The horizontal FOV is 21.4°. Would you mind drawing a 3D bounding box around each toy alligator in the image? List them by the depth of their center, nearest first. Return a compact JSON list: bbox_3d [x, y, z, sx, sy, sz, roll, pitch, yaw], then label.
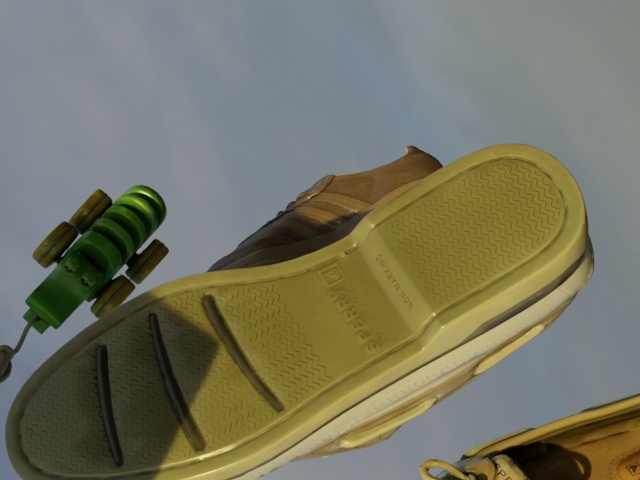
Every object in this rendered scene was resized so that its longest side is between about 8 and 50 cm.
[{"bbox_3d":[-0.132,0.015,0.951,0.056,0.051,0.190,42,-138,-3],"label":"toy alligator"}]

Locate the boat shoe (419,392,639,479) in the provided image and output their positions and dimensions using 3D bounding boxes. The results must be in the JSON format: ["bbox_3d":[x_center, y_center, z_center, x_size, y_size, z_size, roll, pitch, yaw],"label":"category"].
[{"bbox_3d":[0.139,0.150,1.022,0.285,0.089,0.104,-20,-129,-29],"label":"boat shoe"}]

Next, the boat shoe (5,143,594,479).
[{"bbox_3d":[-0.002,0.064,0.840,0.103,0.302,0.113,65,-178,-57],"label":"boat shoe"}]

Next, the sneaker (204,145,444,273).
[{"bbox_3d":[0.000,0.000,1.109,0.071,0.188,0.066,-110,-4,-50],"label":"sneaker"}]
